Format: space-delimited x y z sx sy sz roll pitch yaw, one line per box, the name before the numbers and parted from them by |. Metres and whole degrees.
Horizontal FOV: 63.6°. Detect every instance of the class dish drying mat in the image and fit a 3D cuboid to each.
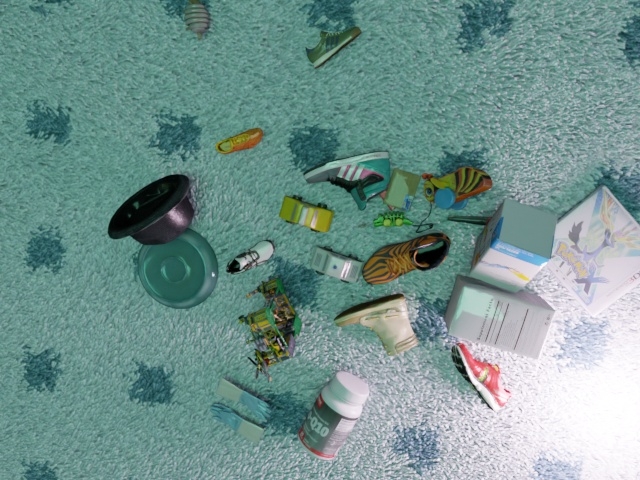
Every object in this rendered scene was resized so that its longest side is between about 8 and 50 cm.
dish drying mat | 0.232 -0.143 1.775 0.032 0.008 0.083 -36 93 13

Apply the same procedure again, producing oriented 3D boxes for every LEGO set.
LEGO set | -0.204 0.298 1.771 0.192 0.331 0.255 -23 116 13

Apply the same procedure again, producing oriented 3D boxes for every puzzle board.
puzzle board | 0.277 -0.172 1.758 0.096 0.011 0.128 18 97 1

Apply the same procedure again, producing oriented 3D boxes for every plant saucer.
plant saucer | -0.536 0.105 1.908 0.317 0.044 0.318 1 100 8

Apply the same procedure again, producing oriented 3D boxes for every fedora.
fedora | -0.565 -0.081 1.801 0.334 0.334 0.152 -27 125 11

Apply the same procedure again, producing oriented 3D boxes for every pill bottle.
pill bottle | 0.048 0.622 1.846 0.161 0.161 0.283 28 102 3

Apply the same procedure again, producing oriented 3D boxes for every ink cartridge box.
ink cartridge box | 0.595 0.021 1.612 0.168 0.233 0.171 21 58 5

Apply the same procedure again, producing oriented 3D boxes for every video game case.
video game case | 0.908 0.037 1.694 0.300 0.036 0.329 -42 91 12

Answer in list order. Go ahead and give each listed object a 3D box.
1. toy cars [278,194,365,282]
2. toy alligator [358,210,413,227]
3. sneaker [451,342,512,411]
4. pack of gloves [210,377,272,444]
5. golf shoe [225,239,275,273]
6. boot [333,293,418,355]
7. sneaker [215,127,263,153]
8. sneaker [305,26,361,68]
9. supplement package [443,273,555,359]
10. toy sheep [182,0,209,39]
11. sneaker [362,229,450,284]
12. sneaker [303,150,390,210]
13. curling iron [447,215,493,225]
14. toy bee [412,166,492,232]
toy cars | 0.000 0.000 1.791 0.176 0.087 0.394 -31 94 12
toy alligator | 0.221 -0.074 1.763 0.189 0.056 0.051 -3 99 8
sneaker | 0.560 0.457 1.795 0.118 0.107 0.279 -37 96 -7
pack of gloves | -0.300 0.643 1.971 0.232 0.046 0.195 28 113 6
golf shoe | -0.250 0.068 1.836 0.198 0.094 0.077 -34 92 10
boot | 0.195 0.316 1.813 0.262 0.095 0.203 -18 97 6
sneaker | -0.279 -0.339 1.787 0.175 0.067 0.064 -23 94 9
sneaker | 0.034 -0.656 1.691 0.192 0.064 0.086 -34 98 15
supplement package | 0.578 0.246 1.702 0.293 0.177 0.175 15 101 6
toy sheep | -0.417 -0.744 1.734 0.091 0.091 0.132 -8 103 9
sneaker | 0.279 0.062 1.713 0.321 0.180 0.125 -29 94 11
sneaker | 0.100 -0.183 1.736 0.295 0.124 0.178 -12 88 9
curling iron | 0.564 -0.050 1.729 0.274 0.035 0.068 12 100 6
toy bee | 0.395 -0.169 1.673 0.298 0.195 0.162 -28 70 22
